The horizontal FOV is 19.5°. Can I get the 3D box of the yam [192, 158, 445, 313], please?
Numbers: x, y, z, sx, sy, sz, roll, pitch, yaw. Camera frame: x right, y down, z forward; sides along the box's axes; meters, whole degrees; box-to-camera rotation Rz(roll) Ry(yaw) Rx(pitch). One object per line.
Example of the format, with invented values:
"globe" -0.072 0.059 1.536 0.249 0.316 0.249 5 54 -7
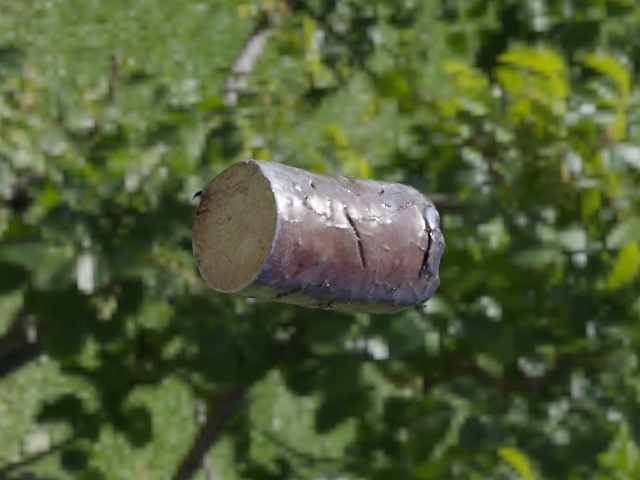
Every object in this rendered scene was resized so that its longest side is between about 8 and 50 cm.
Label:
"yam" 0.001 -0.001 1.003 0.141 0.079 0.079 7 79 -45
